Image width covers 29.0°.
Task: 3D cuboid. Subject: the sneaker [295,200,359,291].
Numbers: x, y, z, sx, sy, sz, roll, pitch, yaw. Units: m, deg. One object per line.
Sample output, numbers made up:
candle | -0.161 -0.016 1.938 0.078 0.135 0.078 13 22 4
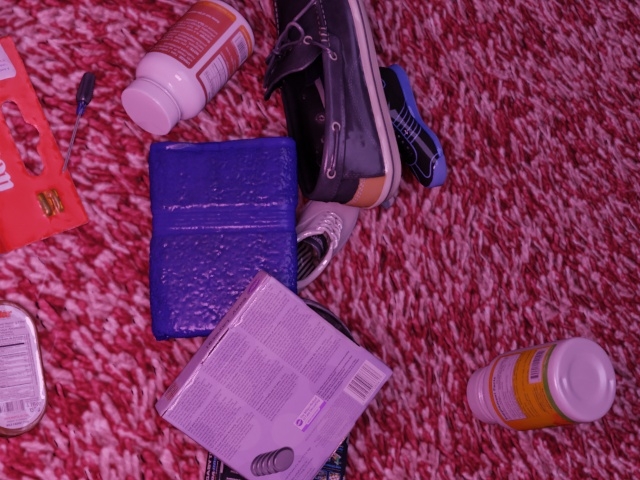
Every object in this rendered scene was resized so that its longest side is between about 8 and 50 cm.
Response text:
sneaker | 0.000 0.000 1.980 0.094 0.091 0.258 43 59 -16

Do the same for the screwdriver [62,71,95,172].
screwdriver | -0.363 -0.174 1.839 0.024 0.025 0.170 22 68 -26

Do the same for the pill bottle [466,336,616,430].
pill bottle | 0.356 0.243 2.048 0.136 0.245 0.136 9 73 -30

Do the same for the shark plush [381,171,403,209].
shark plush | 0.070 -0.121 2.083 0.161 0.073 0.067 34 92 -26

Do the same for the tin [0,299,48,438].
tin | -0.432 0.175 1.695 0.106 0.040 0.190 -6 80 -38

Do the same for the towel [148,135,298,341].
towel | -0.144 -0.003 1.870 0.227 0.076 0.308 -2 76 1

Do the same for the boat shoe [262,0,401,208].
boat shoe | -0.014 -0.285 1.983 0.156 0.187 0.500 -9 77 -27

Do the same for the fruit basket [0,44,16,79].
fruit basket | -0.616 -0.304 1.591 0.327 0.165 0.353 -23 77 -35

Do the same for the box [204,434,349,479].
box | -0.061 0.317 1.882 0.220 0.051 0.175 16 70 -28

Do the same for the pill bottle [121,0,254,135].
pill bottle | -0.206 -0.265 1.903 0.121 0.121 0.216 46 58 -14

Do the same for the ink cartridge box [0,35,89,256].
ink cartridge box | -0.524 -0.109 1.679 0.385 0.091 0.308 -23 90 -33

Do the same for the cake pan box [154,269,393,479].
cake pan box | -0.063 0.209 1.776 0.245 0.070 0.267 38 87 -20

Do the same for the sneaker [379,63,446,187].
sneaker | 0.133 -0.189 2.128 0.090 0.081 0.232 -20 82 -32
